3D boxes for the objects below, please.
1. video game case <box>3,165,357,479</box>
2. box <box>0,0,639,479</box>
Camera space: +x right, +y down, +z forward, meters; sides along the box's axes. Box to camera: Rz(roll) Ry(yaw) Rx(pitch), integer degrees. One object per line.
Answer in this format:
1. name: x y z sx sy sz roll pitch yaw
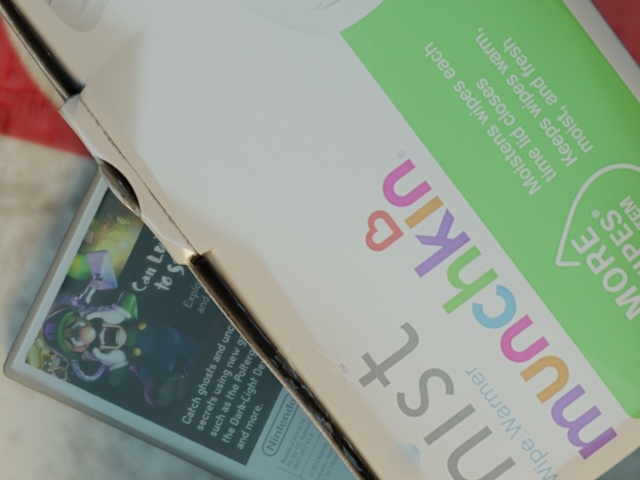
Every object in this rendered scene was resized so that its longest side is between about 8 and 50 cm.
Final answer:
1. video game case: 0.000 0.000 0.692 0.173 0.022 0.190 25 88 -3
2. box: -0.006 -0.049 0.566 0.126 0.231 0.262 -37 91 -3
